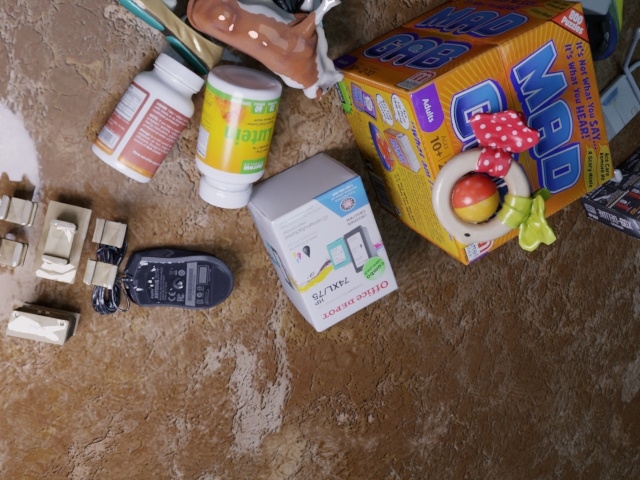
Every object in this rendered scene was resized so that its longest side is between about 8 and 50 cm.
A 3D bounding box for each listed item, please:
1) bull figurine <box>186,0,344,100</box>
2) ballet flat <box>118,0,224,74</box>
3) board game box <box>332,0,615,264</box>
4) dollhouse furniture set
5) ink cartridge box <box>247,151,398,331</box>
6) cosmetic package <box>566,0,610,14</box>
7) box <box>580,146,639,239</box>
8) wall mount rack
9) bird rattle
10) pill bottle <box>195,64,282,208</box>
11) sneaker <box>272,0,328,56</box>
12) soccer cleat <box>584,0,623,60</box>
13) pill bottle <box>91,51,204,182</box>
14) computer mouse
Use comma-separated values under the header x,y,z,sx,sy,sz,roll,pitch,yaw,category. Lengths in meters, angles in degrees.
x,y,z,sx,sy,sz,roll,pitch,yaw,category
-0.075,-0.378,1.293,0.310,0.101,0.188,22,116,-17,bull figurine
-0.264,-0.391,1.307,0.232,0.080,0.073,39,81,-39,ballet flat
0.289,-0.238,1.443,0.356,0.356,0.357,-29,119,-10,board game box
-0.483,0.054,1.344,0.212,0.161,0.242,14,86,-12,dollhouse furniture set
0.000,0.000,1.498,0.198,0.197,0.270,-28,119,-11,ink cartridge box
0.503,-0.570,1.531,0.183,0.151,0.152,7,106,-27,cosmetic package
0.836,-0.140,1.794,0.307,0.242,0.077,-39,120,-7,box
0.689,-0.317,1.724,0.350,0.130,0.304,-45,120,-3,wall mount rack
0.287,-0.089,1.229,0.206,0.143,0.254,-26,116,8,bird rattle
-0.161,-0.190,1.378,0.136,0.136,0.246,1,122,-24,pill bottle
-0.066,-0.453,1.352,0.124,0.107,0.284,-14,115,-12,sneaker
0.641,-0.553,1.652,0.121,0.093,0.289,-15,114,-52,soccer cleat
-0.305,-0.222,1.320,0.121,0.121,0.216,32,95,-30,pill bottle
-0.309,0.063,1.466,0.272,0.072,0.189,7,109,-13,computer mouse
